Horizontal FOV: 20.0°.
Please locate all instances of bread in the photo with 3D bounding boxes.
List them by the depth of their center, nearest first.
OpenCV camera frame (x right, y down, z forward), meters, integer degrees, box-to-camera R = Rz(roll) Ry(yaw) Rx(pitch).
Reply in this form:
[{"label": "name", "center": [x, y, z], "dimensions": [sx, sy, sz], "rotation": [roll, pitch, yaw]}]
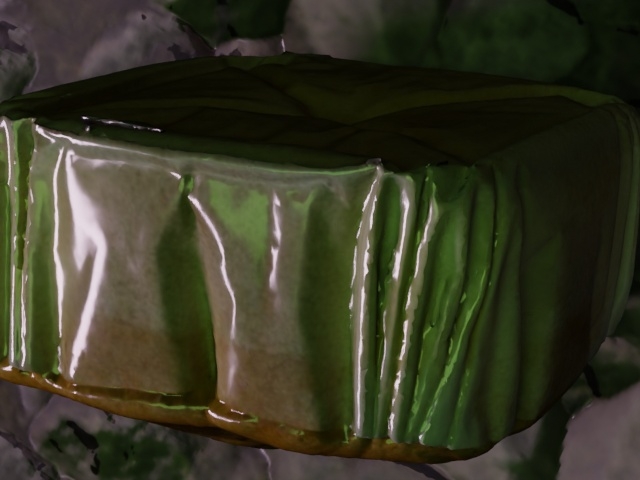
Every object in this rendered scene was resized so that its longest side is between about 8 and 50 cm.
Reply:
[{"label": "bread", "center": [-0.001, 0.001, 0.621], "dimensions": [0.192, 0.210, 0.109], "rotation": [9, 104, 20]}]
